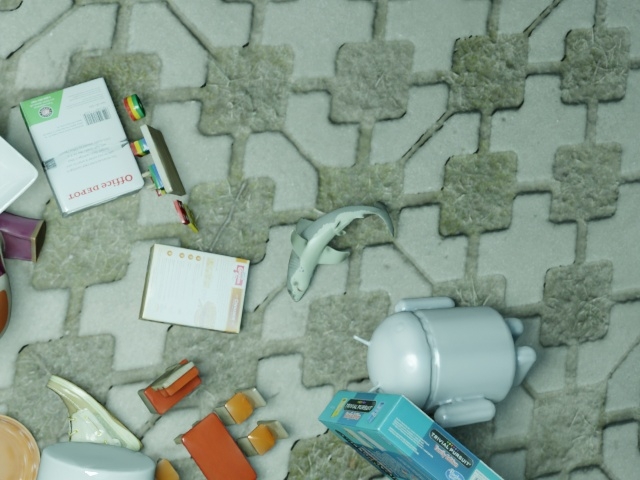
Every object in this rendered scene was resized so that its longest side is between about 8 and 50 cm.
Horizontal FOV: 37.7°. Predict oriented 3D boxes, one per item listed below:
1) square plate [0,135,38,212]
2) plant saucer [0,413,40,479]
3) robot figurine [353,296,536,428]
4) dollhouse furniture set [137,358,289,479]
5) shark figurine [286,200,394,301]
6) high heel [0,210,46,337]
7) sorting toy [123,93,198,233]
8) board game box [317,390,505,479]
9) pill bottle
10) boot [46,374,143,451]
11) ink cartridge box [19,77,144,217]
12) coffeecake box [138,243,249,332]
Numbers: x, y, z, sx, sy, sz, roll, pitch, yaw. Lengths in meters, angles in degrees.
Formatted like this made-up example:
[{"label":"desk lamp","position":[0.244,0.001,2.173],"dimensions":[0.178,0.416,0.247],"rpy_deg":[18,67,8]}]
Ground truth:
[{"label":"square plate","position":[-0.701,-0.105,1.515],"dimensions":[0.344,0.049,0.347],"rpy_deg":[45,81,-7]},{"label":"plant saucer","position":[-0.590,0.398,1.626],"dimensions":[0.199,0.037,0.200],"rpy_deg":[1,89,-32]},{"label":"robot figurine","position":[0.243,0.234,1.849],"dimensions":[0.353,0.200,0.300],"rpy_deg":[-2,45,-18]},{"label":"dollhouse furniture set","position":[-0.212,0.349,1.687],"dimensions":[0.262,0.135,0.259],"rpy_deg":[-38,99,-32]},{"label":"shark figurine","position":[0.012,-0.026,1.869],"dimensions":[0.278,0.116,0.166],"rpy_deg":[-38,129,-11]},{"label":"high heel","position":[-0.595,0.064,1.554],"dimensions":[0.181,0.377,0.127],"rpy_deg":[9,119,-3]},{"label":"sorting toy","position":[-0.307,-0.135,1.766],"dimensions":[0.046,0.132,0.275],"rpy_deg":[-22,89,3]},{"label":"board game box","position":[0.160,0.386,1.731],"dimensions":[0.253,0.336,0.079],"rpy_deg":[41,73,-9]},{"label":"pill bottle","position":[-0.400,0.548,1.547],"dimensions":[0.224,0.224,0.392],"rpy_deg":[11,90,-16]},{"label":"boot","position":[-0.446,0.359,1.676],"dimensions":[0.213,0.077,0.165],"rpy_deg":[46,72,-15]},{"label":"ink cartridge box","position":[-0.442,-0.169,1.739],"dimensions":[0.160,0.092,0.220],"rpy_deg":[-21,90,-19]},{"label":"coffeecake box","position":[-0.240,0.094,1.783],"dimensions":[0.185,0.068,0.142],"rpy_deg":[11,79,-16]}]
